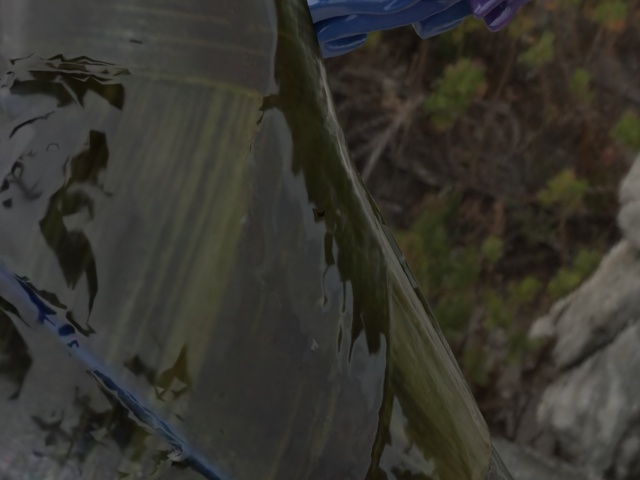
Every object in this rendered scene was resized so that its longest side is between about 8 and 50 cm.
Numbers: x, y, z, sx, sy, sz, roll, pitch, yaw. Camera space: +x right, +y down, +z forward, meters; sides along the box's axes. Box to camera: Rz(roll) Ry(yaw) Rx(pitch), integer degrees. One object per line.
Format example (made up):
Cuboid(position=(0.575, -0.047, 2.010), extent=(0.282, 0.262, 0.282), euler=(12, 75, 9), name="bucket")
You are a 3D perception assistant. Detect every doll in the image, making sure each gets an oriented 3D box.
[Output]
Cuboid(position=(0.052, -0.128, 0.799), extent=(0.205, 0.110, 0.067), euler=(-19, 65, 12), name="doll")

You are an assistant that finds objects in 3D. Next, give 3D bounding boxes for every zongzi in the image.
Cuboid(position=(0.000, 0.000, 0.658), extent=(0.403, 0.208, 0.432), euler=(27, 96, -21), name="zongzi")
